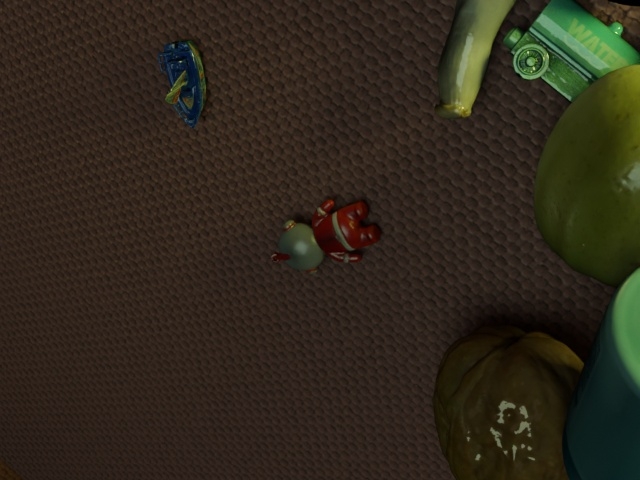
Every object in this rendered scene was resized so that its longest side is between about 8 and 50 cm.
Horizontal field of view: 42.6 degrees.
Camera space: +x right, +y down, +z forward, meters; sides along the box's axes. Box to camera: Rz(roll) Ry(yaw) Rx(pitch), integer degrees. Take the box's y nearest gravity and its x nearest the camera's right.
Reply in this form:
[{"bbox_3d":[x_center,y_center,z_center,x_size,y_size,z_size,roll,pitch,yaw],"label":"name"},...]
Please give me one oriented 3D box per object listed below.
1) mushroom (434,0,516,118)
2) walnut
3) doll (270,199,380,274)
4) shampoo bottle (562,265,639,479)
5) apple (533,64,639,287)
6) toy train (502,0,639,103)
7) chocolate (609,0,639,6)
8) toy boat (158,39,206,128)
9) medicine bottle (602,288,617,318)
[{"bbox_3d":[0.257,-0.359,1.324,0.097,0.109,0.352,2,122,-20],"label":"mushroom"},{"bbox_3d":[0.356,0.334,1.516,0.306,0.306,0.344,0,112,27],"label":"walnut"},{"bbox_3d":[0.000,0.000,1.662,0.245,0.076,0.142,-22,103,30],"label":"doll"},{"bbox_3d":[0.540,0.235,1.172,0.331,0.331,0.343,18,141,19],"label":"shampoo bottle"},{"bbox_3d":[0.531,-0.070,1.279,0.320,0.311,0.360,48,135,33],"label":"apple"},{"bbox_3d":[0.416,-0.278,1.296,0.248,0.101,0.159,41,110,3],"label":"toy train"},{"bbox_3d":[0.462,-0.415,1.181,0.127,0.124,0.133,17,90,22],"label":"chocolate"},{"bbox_3d":[-0.281,-0.302,1.628,0.091,0.110,0.175,2,117,27],"label":"toy boat"},{"bbox_3d":[0.590,0.155,1.418,0.188,0.094,0.119,25,128,14],"label":"medicine bottle"}]
